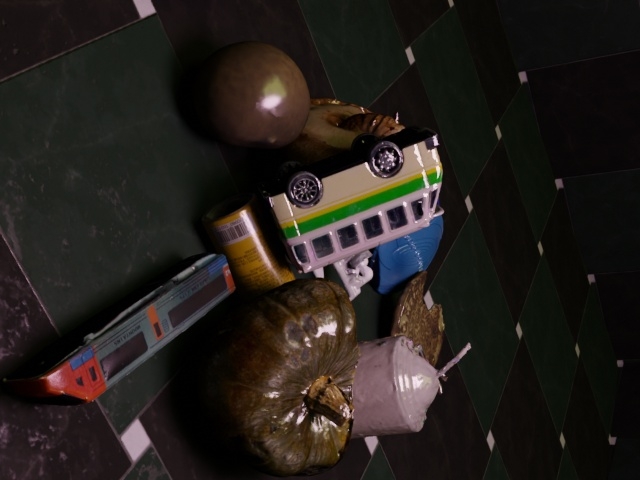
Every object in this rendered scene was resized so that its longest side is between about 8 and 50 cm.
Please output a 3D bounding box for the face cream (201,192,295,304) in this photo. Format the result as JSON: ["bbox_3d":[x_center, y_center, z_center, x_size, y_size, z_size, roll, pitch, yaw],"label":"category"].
[{"bbox_3d":[-0.088,0.092,1.444,0.348,0.105,0.105,65,33,-20],"label":"face cream"}]

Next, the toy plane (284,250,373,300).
[{"bbox_3d":[0.004,-0.003,1.617,0.267,0.123,0.266,34,39,-33],"label":"toy plane"}]

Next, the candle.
[{"bbox_3d":[0.124,0.268,1.533,0.187,0.330,0.187,-13,90,-67],"label":"candle"}]

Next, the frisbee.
[{"bbox_3d":[0.207,0.025,1.894,0.242,0.045,0.242,-28,135,-33],"label":"frisbee"}]

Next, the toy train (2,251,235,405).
[{"bbox_3d":[-0.262,0.127,1.159,0.409,0.086,0.089,-41,117,-56],"label":"toy train"}]

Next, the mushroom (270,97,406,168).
[{"bbox_3d":[0.038,-0.177,1.597,0.297,0.278,0.163,-41,139,-55],"label":"mushroom"}]

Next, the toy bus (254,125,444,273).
[{"bbox_3d":[0.062,-0.072,1.403,0.143,0.306,0.179,-132,-158,-72],"label":"toy bus"}]

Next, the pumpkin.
[{"bbox_3d":[-0.068,0.229,1.283,0.232,0.242,0.324,-7,103,-39],"label":"pumpkin"}]

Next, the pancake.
[{"bbox_3d":[0.231,0.210,1.950,0.288,0.033,0.286,-9,103,-60],"label":"pancake"}]

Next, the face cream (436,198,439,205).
[{"bbox_3d":[0.201,-0.110,1.994,0.206,0.111,0.205,27,59,-55],"label":"face cream"}]

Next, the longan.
[{"bbox_3d":[-0.117,-0.250,1.427,0.213,0.198,0.198,5,73,-22],"label":"longan"}]
